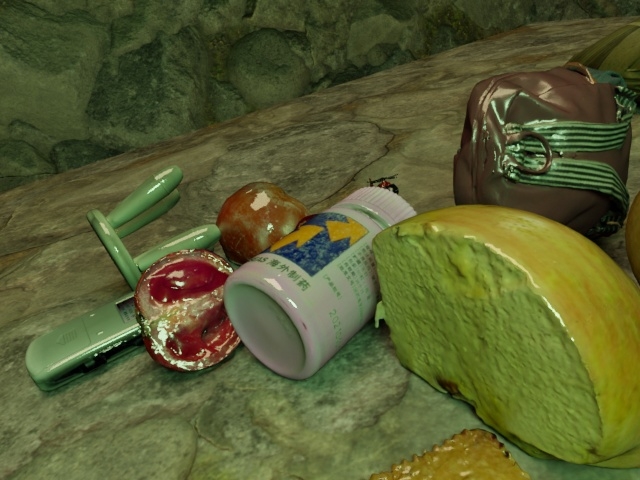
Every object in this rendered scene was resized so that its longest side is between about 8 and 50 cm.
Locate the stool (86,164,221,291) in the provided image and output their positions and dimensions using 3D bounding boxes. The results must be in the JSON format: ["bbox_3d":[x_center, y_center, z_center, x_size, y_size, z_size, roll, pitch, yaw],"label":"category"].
[{"bbox_3d":[-0.332,-0.015,1.036,0.199,0.195,0.195,-31,-2,-19],"label":"stool"}]

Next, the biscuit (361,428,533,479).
[{"bbox_3d":[0.110,0.282,0.444,0.232,0.013,0.237,-19,27,-11],"label":"biscuit"}]

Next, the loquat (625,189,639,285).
[{"bbox_3d":[0.430,-0.008,0.521,0.213,0.212,0.213,-11,26,6],"label":"loquat"}]

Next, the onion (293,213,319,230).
[{"bbox_3d":[0.000,0.000,0.984,0.107,0.097,0.107,3,58,-5],"label":"onion"}]

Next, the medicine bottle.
[{"bbox_3d":[0.017,0.051,0.768,0.178,0.178,0.291,11,36,41],"label":"medicine bottle"}]

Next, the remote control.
[{"bbox_3d":[-0.350,0.152,0.890,0.297,0.056,0.140,-27,29,-23],"label":"remote control"}]

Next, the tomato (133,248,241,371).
[{"bbox_3d":[-0.208,0.115,0.827,0.173,0.189,0.099,-15,-12,-28],"label":"tomato"}]

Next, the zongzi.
[{"bbox_3d":[0.816,-0.377,1.316,0.467,0.218,0.499,-30,30,29],"label":"zongzi"}]

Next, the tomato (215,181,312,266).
[{"bbox_3d":[-0.121,-0.043,1.067,0.214,0.155,0.181,7,37,35],"label":"tomato"}]

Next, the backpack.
[{"bbox_3d":[0.330,-0.124,0.756,0.318,0.283,0.197,-2,8,-39],"label":"backpack"}]

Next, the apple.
[{"bbox_3d":[0.228,0.094,0.581,0.309,0.314,0.252,15,81,55],"label":"apple"}]

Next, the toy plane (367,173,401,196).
[{"bbox_3d":[0.146,-0.121,1.191,0.037,0.060,0.145,-22,11,-15],"label":"toy plane"}]
